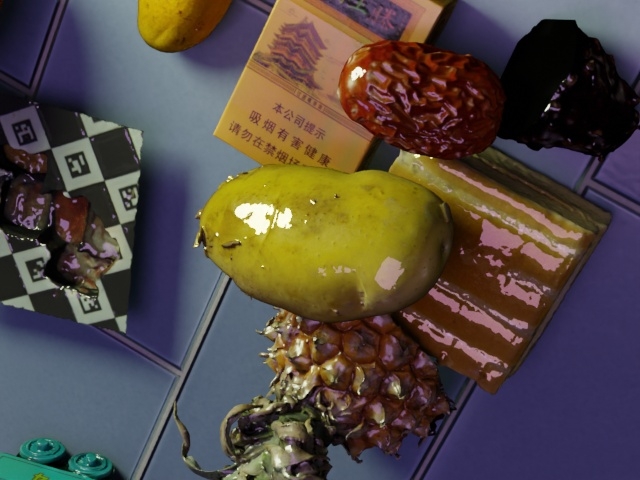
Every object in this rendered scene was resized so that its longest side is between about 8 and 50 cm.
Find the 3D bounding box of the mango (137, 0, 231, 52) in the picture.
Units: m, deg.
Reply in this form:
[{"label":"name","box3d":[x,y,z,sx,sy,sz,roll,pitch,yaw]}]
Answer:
[{"label":"mango","box3d":[-0.156,-0.289,1.517,0.115,0.089,0.165,20,116,15]}]

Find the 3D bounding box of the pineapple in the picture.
[{"label":"pineapple","box3d":[-0.023,0.220,1.490,0.262,0.271,0.262,28,146,21]}]

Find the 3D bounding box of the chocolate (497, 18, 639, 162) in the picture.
[{"label":"chocolate","box3d":[0.275,-0.143,1.400,0.133,0.156,0.156,28,119,-21]}]

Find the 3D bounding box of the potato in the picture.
[{"label":"potato","box3d":[0.000,0.000,1.418,0.300,0.140,0.173,9,77,30]}]

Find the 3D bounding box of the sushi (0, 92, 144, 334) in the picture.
[{"label":"sushi","box3d":[-0.357,-0.047,1.691,0.292,0.059,0.294,13,112,16]}]

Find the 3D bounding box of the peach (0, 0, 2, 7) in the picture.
[{"label":"peach","box3d":[-0.531,-0.289,1.567,0.308,0.289,0.289,-12,106,-13]}]

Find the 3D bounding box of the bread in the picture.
[{"label":"bread","box3d":[0.161,0.018,1.488,0.246,0.111,0.239,32,115,10]}]

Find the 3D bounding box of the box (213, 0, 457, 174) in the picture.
[{"label":"box","box3d":[0.014,-0.197,1.492,0.174,0.076,0.274,32,116,6]}]

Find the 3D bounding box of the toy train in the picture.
[{"label":"toy train","box3d":[-0.368,0.348,1.779,0.198,0.154,0.107,14,109,17]}]

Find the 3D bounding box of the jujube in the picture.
[{"label":"jujube","box3d":[0.105,-0.150,1.382,0.176,0.112,0.109,13,135,-8]}]
